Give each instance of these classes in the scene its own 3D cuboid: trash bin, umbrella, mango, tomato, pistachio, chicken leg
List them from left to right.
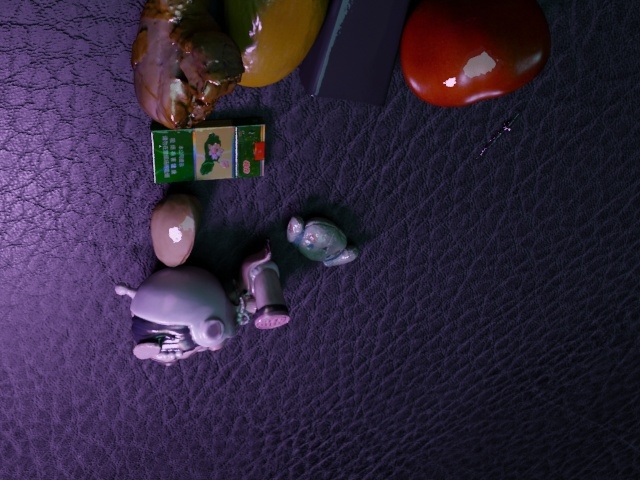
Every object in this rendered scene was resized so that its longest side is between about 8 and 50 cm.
[{"bbox_3d":[-0.308,-0.025,1.914,0.108,0.126,0.185,-20,143,-41],"label":"pistachio"},{"bbox_3d":[-0.225,-0.377,1.589,0.182,0.295,0.409,-12,119,-30],"label":"chicken leg"},{"bbox_3d":[-0.082,-0.432,1.652,0.195,0.142,0.331,-3,135,-7],"label":"mango"},{"bbox_3d":[0.069,-0.394,1.737,0.165,0.115,0.225,6,121,-18],"label":"trash bin"},{"bbox_3d":[0.293,-0.383,1.698,0.299,0.298,0.226,-16,101,-2],"label":"tomato"},{"bbox_3d":[0.402,-0.236,2.004,0.022,0.022,0.149,0,138,-45],"label":"umbrella"}]

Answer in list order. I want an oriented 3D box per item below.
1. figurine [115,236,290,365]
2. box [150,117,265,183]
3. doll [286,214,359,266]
[{"bbox_3d":[-0.257,0.142,2.005,0.361,0.253,0.211,-19,86,-10],"label":"figurine"},{"bbox_3d":[-0.233,-0.188,1.859,0.235,0.034,0.132,-4,127,-12],"label":"box"},{"bbox_3d":[0.000,0.000,2.046,0.103,0.071,0.214,-38,135,25],"label":"doll"}]
